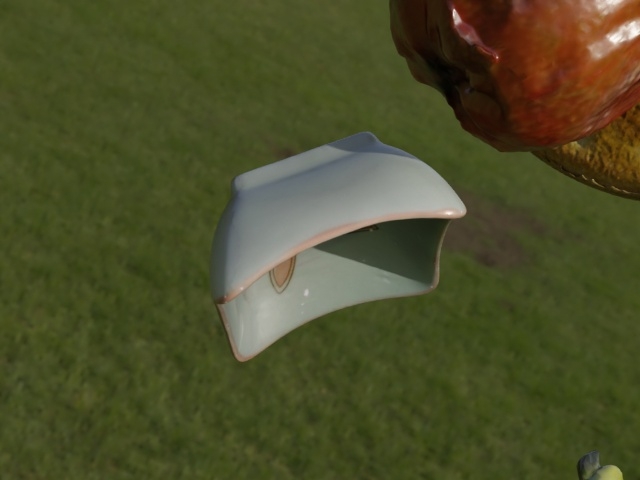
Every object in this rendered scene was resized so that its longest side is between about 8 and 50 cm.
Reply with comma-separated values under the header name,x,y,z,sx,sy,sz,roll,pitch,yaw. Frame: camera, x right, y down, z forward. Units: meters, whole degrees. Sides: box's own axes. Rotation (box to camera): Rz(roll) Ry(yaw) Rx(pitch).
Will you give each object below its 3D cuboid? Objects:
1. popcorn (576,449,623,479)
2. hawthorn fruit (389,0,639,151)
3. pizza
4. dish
name,x,y,z,sx,sy,sz,roll,pitch,yaw
popcorn,0.223,0.345,1.020,0.237,0.293,0.293,26,15,24
hawthorn fruit,0.125,-0.138,0.771,0.173,0.179,0.173,34,22,-16
pizza,0.192,-0.110,0.855,0.185,0.176,0.036,4,7,32
dish,0.000,0.000,0.865,0.212,0.151,0.077,91,-22,-75
